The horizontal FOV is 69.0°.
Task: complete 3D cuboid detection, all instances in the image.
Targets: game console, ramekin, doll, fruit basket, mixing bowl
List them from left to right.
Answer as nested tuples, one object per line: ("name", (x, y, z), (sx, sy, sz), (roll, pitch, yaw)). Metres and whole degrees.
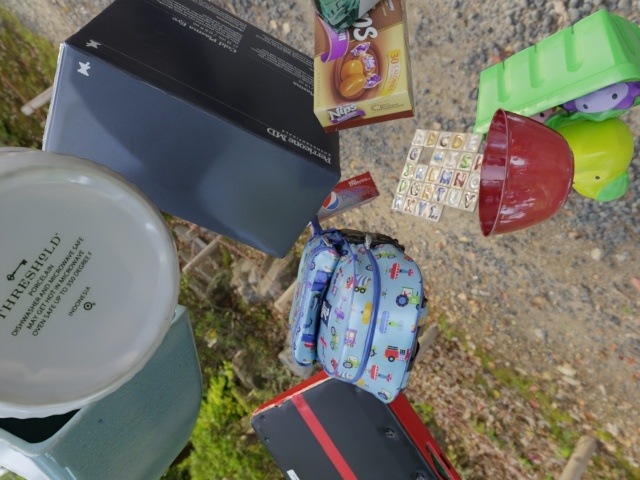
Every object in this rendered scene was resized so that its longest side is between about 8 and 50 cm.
("ramekin", (-0.263, 0.039, 0.446), (0.127, 0.273, 0.273), (-2, 133, 45))
("doll", (0.000, 0.000, 1.287), (0.129, 0.046, 0.189), (41, -152, -68))
("game console", (0.072, 0.443, 0.919), (0.342, 0.060, 0.386), (-37, 85, 30))
("mixing bowl", (0.288, -0.091, 0.651), (0.098, 0.181, 0.181), (4, 151, 10))
("fruit basket", (0.574, -0.261, 1.059), (0.392, 0.283, 0.392), (11, 103, 53))

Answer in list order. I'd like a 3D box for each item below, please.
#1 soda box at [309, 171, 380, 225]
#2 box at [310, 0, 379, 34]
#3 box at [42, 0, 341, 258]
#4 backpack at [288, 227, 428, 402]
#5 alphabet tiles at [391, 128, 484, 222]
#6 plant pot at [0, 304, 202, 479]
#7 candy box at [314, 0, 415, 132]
("soda box", (0.055, -0.133, 1.516), (0.092, 0.263, 0.083), (65, 158, 7))
("box", (0.042, -0.365, 0.391), (0.058, 0.232, 0.322), (54, -172, 26))
("box", (-0.156, -0.190, 0.689), (0.343, 0.312, 0.179), (23, 128, -17))
("backpack", (0.036, 0.073, 0.476), (0.117, 0.158, 0.173), (11, -169, -8))
("alphabet tiles", (0.261, -0.141, 1.017), (0.009, 0.198, 0.237), (14, -173, -34))
("plant pot", (-0.324, 0.249, 0.680), (0.247, 0.248, 0.252), (7, 125, 26))
("candy box", (0.050, -0.228, 0.557), (0.109, 0.186, 0.053), (-6, 160, 18))
